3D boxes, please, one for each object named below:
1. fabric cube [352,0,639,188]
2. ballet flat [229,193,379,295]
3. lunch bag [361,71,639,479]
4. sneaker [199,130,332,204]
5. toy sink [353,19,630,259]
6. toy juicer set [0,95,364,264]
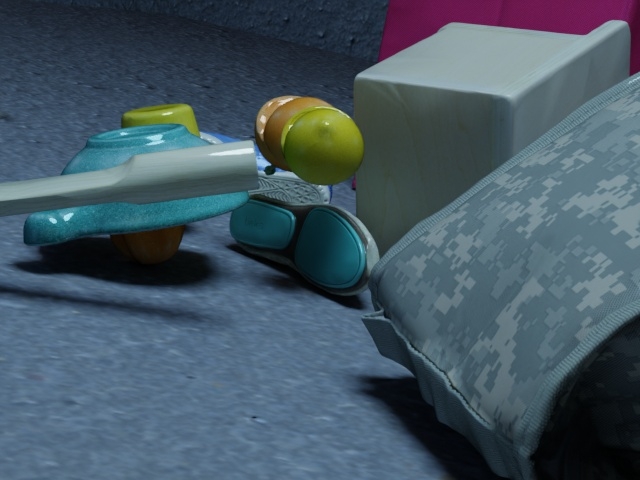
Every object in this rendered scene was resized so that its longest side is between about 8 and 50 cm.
[{"bbox_3d":[0.220,-0.148,1.486,0.259,0.258,0.254,18,12,33],"label":"fabric cube"},{"bbox_3d":[0.000,0.000,1.064,0.052,0.057,0.168,14,7,-38],"label":"ballet flat"},{"bbox_3d":[0.180,0.028,0.761,0.287,0.169,0.235,-25,22,-7],"label":"lunch bag"},{"bbox_3d":[-0.062,-0.060,1.284,0.152,0.058,0.084,15,17,2],"label":"sneaker"},{"bbox_3d":[0.128,-0.073,1.138,0.131,0.153,0.234,11,26,28],"label":"toy sink"},{"bbox_3d":[-0.079,-0.030,0.990,0.209,0.090,0.329,-4,11,15],"label":"toy juicer set"}]
